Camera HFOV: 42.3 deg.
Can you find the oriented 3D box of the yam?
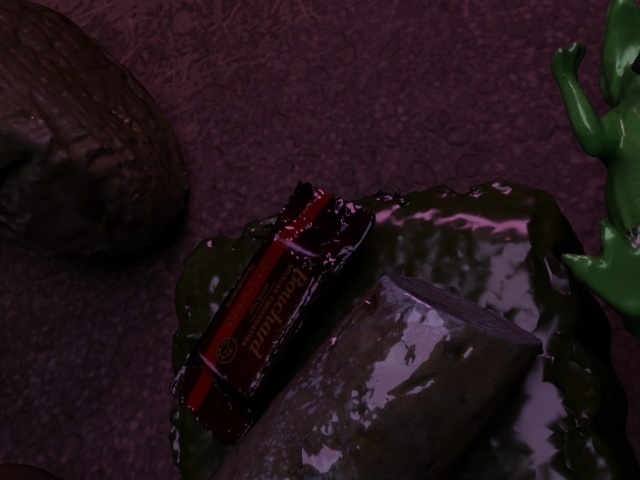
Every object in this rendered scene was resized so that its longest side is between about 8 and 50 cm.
[{"bbox_3d":[0.030,0.104,0.467,0.107,0.107,0.194,41,94,31],"label":"yam"}]

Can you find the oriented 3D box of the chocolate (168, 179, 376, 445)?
[{"bbox_3d":[-0.033,0.047,0.560,0.086,0.028,0.182,27,87,40],"label":"chocolate"}]

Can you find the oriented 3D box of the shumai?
[{"bbox_3d":[-0.336,-0.072,0.875,0.288,0.330,0.292,-42,18,21],"label":"shumai"}]

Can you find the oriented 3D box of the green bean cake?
[{"bbox_3d":[0.057,0.141,0.625,0.335,0.218,0.319,-10,70,24],"label":"green bean cake"}]

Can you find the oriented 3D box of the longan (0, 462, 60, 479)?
[{"bbox_3d":[-0.270,0.286,0.709,0.189,0.189,0.189,-9,63,18],"label":"longan"}]

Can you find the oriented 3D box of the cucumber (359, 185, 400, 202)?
[{"bbox_3d":[0.000,0.000,0.796,0.181,0.053,0.053,-22,60,12],"label":"cucumber"}]

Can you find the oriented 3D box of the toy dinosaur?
[{"bbox_3d":[0.290,0.065,0.626,0.144,0.374,0.500,-17,102,20],"label":"toy dinosaur"}]
